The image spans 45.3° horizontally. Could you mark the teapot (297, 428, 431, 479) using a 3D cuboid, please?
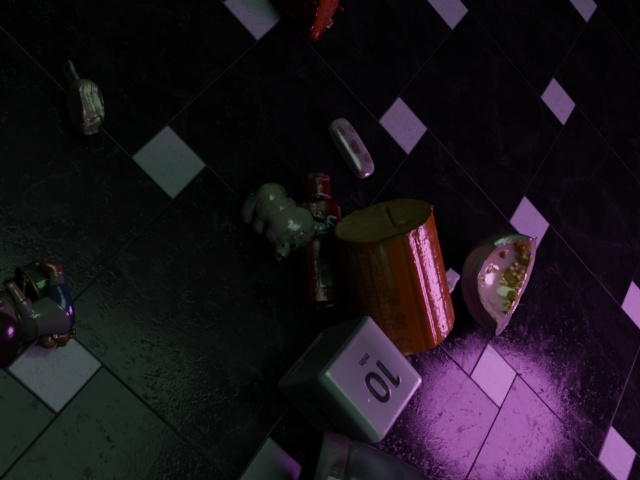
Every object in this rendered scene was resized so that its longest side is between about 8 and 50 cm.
[{"bbox_3d":[0.097,0.566,1.522,0.312,0.315,0.233,20,25,-1],"label":"teapot"}]

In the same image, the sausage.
[{"bbox_3d":[0.165,0.081,1.707,0.233,0.233,0.287,-32,117,-37],"label":"sausage"}]

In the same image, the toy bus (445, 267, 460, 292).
[{"bbox_3d":[0.212,0.055,1.890,0.274,0.090,0.112,37,64,-19],"label":"toy bus"}]

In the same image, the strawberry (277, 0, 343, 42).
[{"bbox_3d":[-0.036,-0.627,1.906,0.178,0.234,0.234,25,58,5],"label":"strawberry"}]

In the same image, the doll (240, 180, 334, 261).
[{"bbox_3d":[-0.082,-0.051,1.696,0.149,0.095,0.192,-37,78,-28],"label":"doll"}]

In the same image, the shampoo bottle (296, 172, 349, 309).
[{"bbox_3d":[0.000,0.000,1.773,0.118,0.076,0.314,5,71,-30],"label":"shampoo bottle"}]

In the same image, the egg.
[{"bbox_3d":[0.445,0.091,1.993,0.206,0.162,0.271,8,103,-65],"label":"egg"}]

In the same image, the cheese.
[{"bbox_3d":[-0.481,-0.294,1.540,0.048,0.092,0.171,-6,77,-43],"label":"cheese"}]

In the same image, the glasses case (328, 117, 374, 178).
[{"bbox_3d":[0.078,-0.232,1.926,0.063,0.041,0.164,-34,94,-37],"label":"glasses case"}]

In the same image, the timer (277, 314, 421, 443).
[{"bbox_3d":[0.062,0.303,1.636,0.195,0.194,0.192,49,54,-9],"label":"timer"}]

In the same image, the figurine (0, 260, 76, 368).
[{"bbox_3d":[-0.560,0.141,1.312,0.158,0.161,0.275,35,42,31],"label":"figurine"}]
